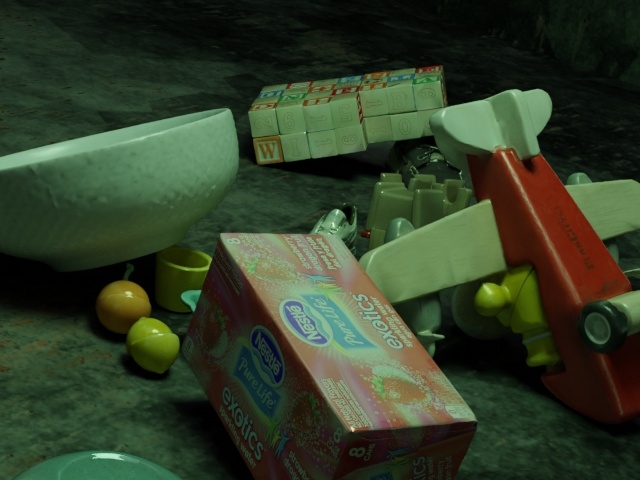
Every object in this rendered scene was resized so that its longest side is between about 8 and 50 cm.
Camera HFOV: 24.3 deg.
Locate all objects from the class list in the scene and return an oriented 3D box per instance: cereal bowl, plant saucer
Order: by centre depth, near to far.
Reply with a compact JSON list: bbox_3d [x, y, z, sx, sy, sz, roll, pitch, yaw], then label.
[{"bbox_3d":[-0.180,0.226,1.285,0.195,0.037,0.195,11,21,-4],"label":"plant saucer"},{"bbox_3d":[-0.250,-0.052,1.741,0.339,0.141,0.339,-13,9,2],"label":"cereal bowl"}]

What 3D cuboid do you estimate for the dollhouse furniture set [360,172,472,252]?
[{"bbox_3d":[0.173,-0.007,1.996,0.262,0.135,0.259,13,10,43],"label":"dollhouse furniture set"}]

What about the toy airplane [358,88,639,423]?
[{"bbox_3d":[0.230,0.012,1.774,0.386,0.272,0.384,26,48,-13],"label":"toy airplane"}]

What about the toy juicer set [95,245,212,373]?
[{"bbox_3d":[-0.100,0.094,1.606,0.329,0.089,0.209,26,24,30],"label":"toy juicer set"}]

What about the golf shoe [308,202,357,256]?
[{"bbox_3d":[0.000,0.000,1.927,0.069,0.086,0.176,20,23,13],"label":"golf shoe"}]

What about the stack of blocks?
[{"bbox_3d":[0.049,-0.200,2.336,0.297,0.087,0.171,-7,18,8],"label":"stack of blocks"}]

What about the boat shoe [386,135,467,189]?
[{"bbox_3d":[0.170,-0.123,2.343,0.103,0.092,0.285,7,20,-11],"label":"boat shoe"}]

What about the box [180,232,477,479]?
[{"bbox_3d":[0.000,0.135,1.404,0.142,0.154,0.300,1,35,-31],"label":"box"}]
